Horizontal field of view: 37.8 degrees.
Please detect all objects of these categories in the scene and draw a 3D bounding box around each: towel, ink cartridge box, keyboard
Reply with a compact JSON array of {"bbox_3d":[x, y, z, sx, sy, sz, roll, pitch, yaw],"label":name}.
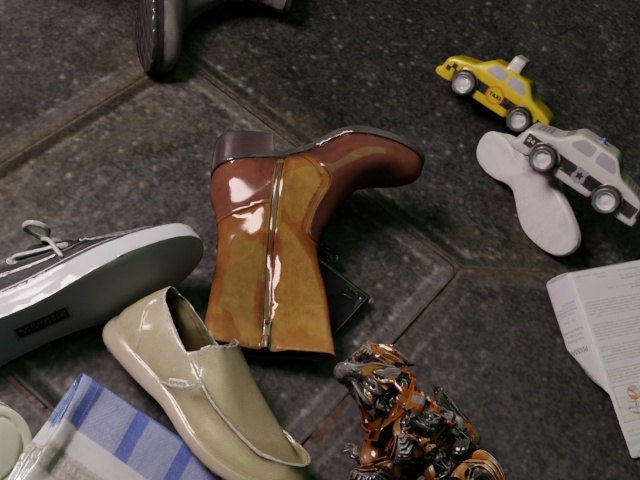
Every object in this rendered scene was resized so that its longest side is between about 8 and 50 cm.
[{"bbox_3d":[-0.198,0.278,0.819,0.209,0.034,0.285,39,48,-14],"label":"towel"},{"bbox_3d":[0.404,0.141,1.170,0.189,0.066,0.232,-8,77,-24],"label":"ink cartridge box"},{"bbox_3d":[-0.026,0.033,1.117,0.180,0.023,0.108,38,58,12],"label":"keyboard"}]

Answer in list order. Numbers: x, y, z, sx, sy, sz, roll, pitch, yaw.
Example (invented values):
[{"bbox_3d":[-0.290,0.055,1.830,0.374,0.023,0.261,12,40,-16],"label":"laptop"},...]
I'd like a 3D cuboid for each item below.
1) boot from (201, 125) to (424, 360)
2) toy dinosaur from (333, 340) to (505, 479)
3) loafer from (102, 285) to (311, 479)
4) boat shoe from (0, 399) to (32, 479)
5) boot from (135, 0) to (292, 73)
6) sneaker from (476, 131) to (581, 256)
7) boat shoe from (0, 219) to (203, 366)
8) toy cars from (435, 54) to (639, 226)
[{"bbox_3d":[0.000,0.000,1.073,0.264,0.096,0.280,4,58,-11],"label":"boot"},{"bbox_3d":[0.120,0.248,0.921,0.322,0.164,0.218,36,35,22],"label":"toy dinosaur"},{"bbox_3d":[-0.105,0.147,0.933,0.268,0.092,0.102,40,12,14],"label":"loafer"},{"bbox_3d":[-0.409,0.234,0.806,0.319,0.116,0.099,-30,23,-27],"label":"boat shoe"},{"bbox_3d":[-0.140,-0.358,1.330,0.223,0.118,0.338,11,55,-17],"label":"boot"},{"bbox_3d":[0.306,-0.071,1.278,0.094,0.080,0.212,-4,53,-35],"label":"sneaker"},{"bbox_3d":[-0.276,0.040,0.973,0.306,0.113,0.105,-27,58,-16],"label":"boat shoe"},{"bbox_3d":[0.306,-0.166,1.271,0.177,0.087,0.393,14,28,-35],"label":"toy cars"}]
